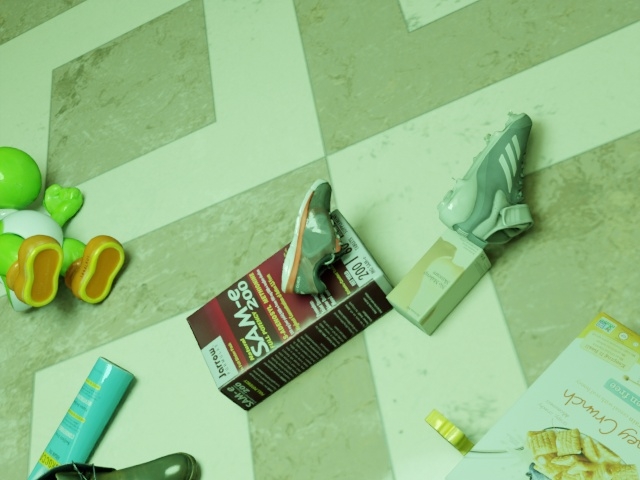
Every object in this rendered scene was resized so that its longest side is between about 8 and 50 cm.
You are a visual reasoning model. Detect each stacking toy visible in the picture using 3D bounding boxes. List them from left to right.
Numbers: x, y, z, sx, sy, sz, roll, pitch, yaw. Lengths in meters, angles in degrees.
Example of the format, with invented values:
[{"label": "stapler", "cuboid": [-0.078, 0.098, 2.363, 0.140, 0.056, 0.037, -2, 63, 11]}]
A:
[{"label": "stacking toy", "cuboid": [0.138, 0.293, 0.843, 0.167, 0.052, 0.221, -48, 50, -7]}]

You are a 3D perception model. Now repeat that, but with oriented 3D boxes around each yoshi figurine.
[{"label": "yoshi figurine", "cuboid": [-0.458, -0.041, 1.320, 0.362, 0.203, 0.203, 26, 58, 41]}]

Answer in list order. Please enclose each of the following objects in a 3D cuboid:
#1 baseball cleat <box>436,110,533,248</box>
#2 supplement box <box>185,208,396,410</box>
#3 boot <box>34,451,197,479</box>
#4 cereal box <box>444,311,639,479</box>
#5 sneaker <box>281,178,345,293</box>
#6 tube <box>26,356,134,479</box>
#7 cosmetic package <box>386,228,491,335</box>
[{"label": "baseball cleat", "cuboid": [0.221, -0.067, 1.038, 0.109, 0.072, 0.206, 39, 61, 4]}, {"label": "supplement box", "cuboid": [-0.036, 0.085, 1.065, 0.239, 0.073, 0.130, -37, 49, 3]}, {"label": "boot", "cuboid": [-0.259, 0.302, 1.019, 0.219, 0.106, 0.082, -30, 50, 9]}, {"label": "cereal box", "cuboid": [0.260, 0.201, 0.810, 0.240, 0.047, 0.173, -43, 55, -15]}, {"label": "sneaker", "cuboid": [0.000, 0.000, 1.030, 0.065, 0.061, 0.157, 13, 63, 5]}, {"label": "tube", "cuboid": [-0.319, 0.255, 1.129, 0.080, 0.052, 0.207, 17, 75, 46]}, {"label": "cosmetic package", "cuboid": [0.139, 0.048, 1.013, 0.115, 0.041, 0.060, -48, 50, -8]}]
